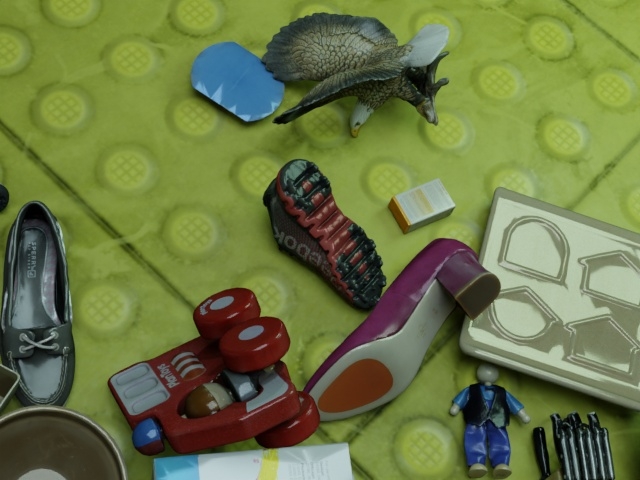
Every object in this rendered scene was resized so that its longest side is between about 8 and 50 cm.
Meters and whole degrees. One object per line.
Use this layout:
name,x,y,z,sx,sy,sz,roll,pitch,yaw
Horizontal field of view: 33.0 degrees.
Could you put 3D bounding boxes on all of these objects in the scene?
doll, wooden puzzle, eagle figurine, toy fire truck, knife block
doll,0.269,0.281,1.712,0.129,0.046,0.189,2,57,1
wooden puzzle,0.408,0.100,1.816,0.322,0.080,0.348,19,57,-1
eagle figurine,0.065,-0.281,1.871,0.298,0.226,0.225,12,86,-18
toy fire truck,-0.160,0.215,1.547,0.254,0.302,0.169,-26,114,-14
knife block,0.390,0.409,1.662,0.088,0.242,0.276,0,109,-9

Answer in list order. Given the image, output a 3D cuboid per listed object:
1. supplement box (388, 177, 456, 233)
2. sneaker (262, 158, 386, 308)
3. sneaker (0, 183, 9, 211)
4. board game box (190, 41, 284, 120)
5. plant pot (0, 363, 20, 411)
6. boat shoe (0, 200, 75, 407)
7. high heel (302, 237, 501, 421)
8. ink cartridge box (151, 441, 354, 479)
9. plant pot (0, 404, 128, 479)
supplement box,0.175,-0.060,1.869,0.098,0.036,0.062,-22,69,-19
sneaker,0.000,0.000,1.777,0.097,0.135,0.276,-42,100,-37
sneaker,-0.614,-0.096,1.716,0.234,0.084,0.097,3,47,-17
board game box,-0.148,-0.277,1.923,0.168,0.033,0.133,33,58,0
plant pot,-0.506,0.230,1.567,0.109,0.096,0.109,27,62,5
boat shoe,-0.435,0.097,1.647,0.112,0.095,0.335,-4,65,-12
high heel,0.106,0.140,1.739,0.377,0.127,0.181,-33,29,-7
ink cartridge box,-0.092,0.407,1.498,0.270,0.198,0.197,-3,65,-11
plant pot,-0.390,0.358,1.512,0.237,0.110,0.237,5,68,-12
